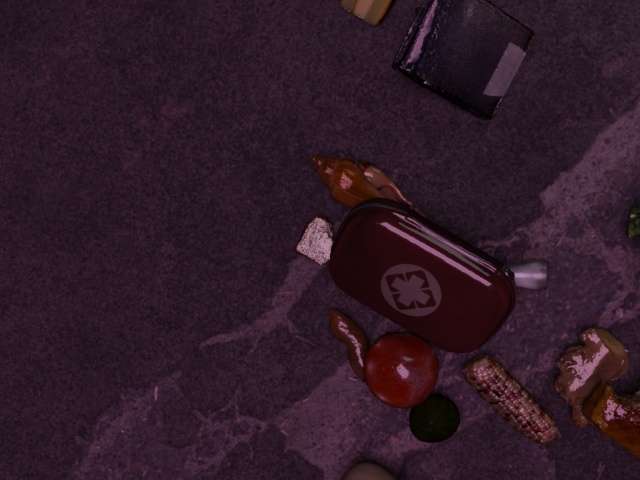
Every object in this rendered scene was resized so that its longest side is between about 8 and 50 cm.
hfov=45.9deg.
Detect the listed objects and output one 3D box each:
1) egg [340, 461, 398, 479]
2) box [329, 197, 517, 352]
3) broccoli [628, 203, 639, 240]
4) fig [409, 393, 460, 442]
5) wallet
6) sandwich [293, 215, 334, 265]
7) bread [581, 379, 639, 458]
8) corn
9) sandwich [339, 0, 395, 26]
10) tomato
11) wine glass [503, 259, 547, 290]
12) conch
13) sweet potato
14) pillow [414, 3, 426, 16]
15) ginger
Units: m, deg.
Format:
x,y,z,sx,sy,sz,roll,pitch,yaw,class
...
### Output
x,y,z,sx,sy,sz,roll,pitch,yaw,class
0.120,0.614,1.657,0.189,0.188,0.253,-13,84,7,egg
0.211,0.079,1.616,0.404,0.108,0.263,30,128,6,box
0.723,-0.026,1.571,0.156,0.195,0.195,12,94,26,broccoli
0.243,0.386,1.640,0.117,0.177,0.117,-4,75,15,fig
0.306,-0.409,1.618,0.262,0.071,0.220,24,93,-18,wallet
0.000,0.000,1.717,0.093,0.036,0.104,25,94,6,sandwich
0.746,0.397,1.586,0.381,0.109,0.185,32,99,-5,bread
0.420,0.353,1.660,0.086,0.086,0.253,-45,88,7,corn
0.124,-0.577,1.621,0.117,0.144,0.187,33,96,7,sandwich
0.177,0.282,1.643,0.168,0.167,0.167,0,93,7,tomato
0.414,0.075,1.656,0.156,0.072,0.072,0,93,7,wine glass
0.108,-0.098,1.677,0.330,0.109,0.093,35,130,-13,conch
0.084,0.247,1.712,0.065,0.051,0.218,-29,90,4,sweet potato
0.243,-0.443,1.655,0.091,0.055,0.135,7,98,-25,pillow
0.577,0.295,1.647,0.138,0.074,0.213,27,102,5,ginger
